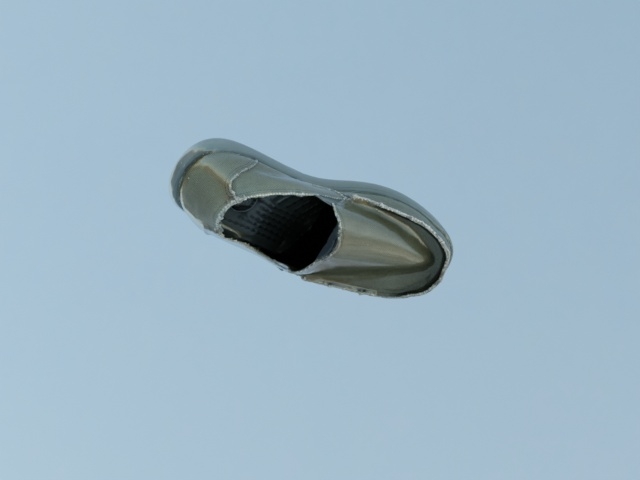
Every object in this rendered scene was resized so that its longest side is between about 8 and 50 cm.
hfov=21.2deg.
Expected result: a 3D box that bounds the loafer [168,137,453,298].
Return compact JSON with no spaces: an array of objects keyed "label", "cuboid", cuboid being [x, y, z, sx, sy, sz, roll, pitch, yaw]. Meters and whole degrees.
[{"label":"loafer","cuboid":[0.000,0.000,1.333,0.094,0.251,0.087,-62,-151,22]}]
